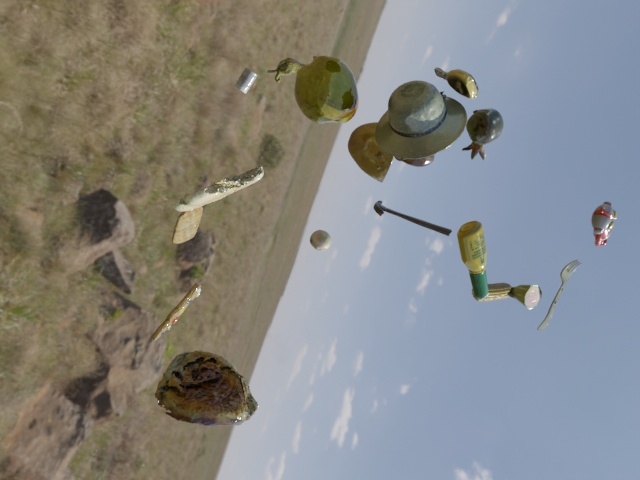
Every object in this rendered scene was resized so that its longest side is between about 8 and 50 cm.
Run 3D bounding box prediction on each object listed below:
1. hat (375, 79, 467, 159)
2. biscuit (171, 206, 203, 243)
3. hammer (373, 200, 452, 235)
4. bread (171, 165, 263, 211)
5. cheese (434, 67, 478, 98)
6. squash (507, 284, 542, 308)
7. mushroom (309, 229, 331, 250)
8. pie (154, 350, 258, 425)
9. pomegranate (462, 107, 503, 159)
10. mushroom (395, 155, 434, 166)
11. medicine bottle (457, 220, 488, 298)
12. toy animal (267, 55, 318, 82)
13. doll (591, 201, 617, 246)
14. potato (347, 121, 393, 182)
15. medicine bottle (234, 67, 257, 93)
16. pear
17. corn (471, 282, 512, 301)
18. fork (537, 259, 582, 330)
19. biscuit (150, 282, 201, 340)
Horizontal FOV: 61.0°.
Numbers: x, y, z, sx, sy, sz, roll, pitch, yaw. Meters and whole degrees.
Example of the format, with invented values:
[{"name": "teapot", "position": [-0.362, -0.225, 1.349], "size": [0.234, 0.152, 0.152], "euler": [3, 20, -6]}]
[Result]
[{"name": "hat", "position": [0.259, -0.354, 1.467], "size": [0.130, 0.257, 0.257], "euler": [62, 37, -49]}, {"name": "biscuit", "position": [-0.549, -0.062, 2.243], "size": [0.118, 0.029, 0.247], "euler": [-30, 162, -37]}, {"name": "hammer", "position": [0.335, -0.079, 1.985], "size": [0.125, 0.298, 0.026], "euler": [-56, 165, -63]}, {"name": "bread", "position": [-0.263, -0.124, 1.380], "size": [0.182, 0.038, 0.251], "euler": [-20, -173, 43]}, {"name": "cheese", "position": [0.374, -0.454, 1.527], "size": [0.036, 0.086, 0.162], "euler": [-42, -136, 2]}, {"name": "squash", "position": [0.843, 0.219, 2.284], "size": [0.132, 0.105, 0.105], "euler": [24, -84, 59]}, {"name": "mushroom", "position": [0.000, 0.000, 2.072], "size": [0.067, 0.084, 0.083], "euler": [105, 3, -69]}, {"name": "pie", "position": [-0.338, 0.435, 1.611], "size": [0.308, 0.309, 0.085], "euler": [-77, -171, -61]}, {"name": "pomegranate", "position": [0.615, -0.408, 2.073], "size": [0.152, 0.131, 0.191], "euler": [-33, 144, -37]}, {"name": "mushroom", "position": [0.313, -0.307, 1.886], "size": [0.135, 0.171, 0.080], "euler": [-15, 116, -45]}, {"name": "medicine bottle", "position": [0.482, 0.066, 1.687], "size": [0.064, 0.095, 0.260], "euler": [20, -45, 52]}, {"name": "toy animal", "position": [-0.096, -0.658, 2.072], "size": [0.136, 0.182, 0.073], "euler": [-54, -147, 43]}, {"name": "doll", "position": [1.005, -0.063, 1.931], "size": [0.142, 0.076, 0.245], "euler": [-66, 149, -12]}, {"name": "potato", "position": [0.168, -0.308, 1.797], "size": [0.203, 0.158, 0.178], "euler": [106, 0, -58]}, {"name": "medicine bottle", "position": [-0.308, -0.661, 2.247], "size": [0.091, 0.058, 0.058], "euler": [-55, -174, 9]}, {"name": "pear", "position": [0.020, -0.432, 1.589], "size": [0.200, 0.200, 0.199], "euler": [-161, -90, -87]}, {"name": "corn", "position": [0.747, 0.224, 2.367], "size": [0.080, 0.238, 0.080], "euler": [-4, -95, 57]}, {"name": "fork", "position": [0.642, 0.149, 1.474], "size": [0.028, 0.034, 0.219], "euler": [24, -97, 57]}, {"name": "biscuit", "position": [-0.491, 0.248, 1.869], "size": [0.240, 0.035, 0.158], "euler": [-52, -179, -15]}]
